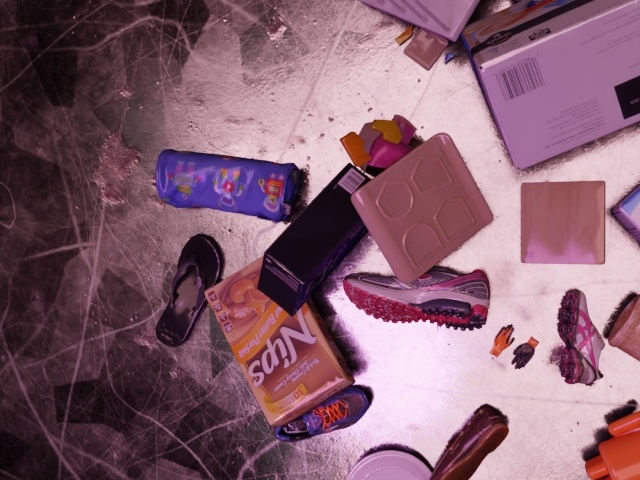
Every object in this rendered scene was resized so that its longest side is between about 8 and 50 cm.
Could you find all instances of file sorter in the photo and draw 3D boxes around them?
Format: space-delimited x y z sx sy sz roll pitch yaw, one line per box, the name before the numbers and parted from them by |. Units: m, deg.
file sorter | 0.170 -0.543 1.726 0.278 0.173 0.193 36 97 42

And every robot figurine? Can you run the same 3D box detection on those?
robot figurine | 0.617 0.419 1.707 0.219 0.128 0.158 -23 47 11

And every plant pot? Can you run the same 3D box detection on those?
plant pot | 0.124 -0.182 1.820 0.096 0.109 0.109 36 100 51

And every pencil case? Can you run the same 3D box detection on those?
pencil case | -0.194 -0.114 1.887 0.306 0.119 0.133 8 102 12

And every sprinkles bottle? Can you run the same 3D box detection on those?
sprinkles bottle | 0.724 0.242 1.688 0.355 0.121 0.121 33 96 10

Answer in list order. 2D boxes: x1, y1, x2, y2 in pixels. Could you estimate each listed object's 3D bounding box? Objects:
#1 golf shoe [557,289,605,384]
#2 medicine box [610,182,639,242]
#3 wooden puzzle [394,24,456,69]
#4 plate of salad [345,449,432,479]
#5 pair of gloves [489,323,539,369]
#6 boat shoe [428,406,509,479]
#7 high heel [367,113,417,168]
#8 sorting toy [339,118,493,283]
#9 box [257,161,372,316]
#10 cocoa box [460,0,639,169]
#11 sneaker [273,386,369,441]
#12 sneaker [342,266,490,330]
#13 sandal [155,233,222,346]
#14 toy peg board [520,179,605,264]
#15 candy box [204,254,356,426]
golf shoe | 0.515 0.188 1.769 0.086 0.067 0.186 -1 89 -15
medicine box | 0.743 -0.042 1.672 0.263 0.149 0.289 -43 82 9
wooden puzzle | 0.217 -0.399 1.855 0.116 0.014 0.078 46 103 9
plate of salad | 0.144 0.528 1.848 0.200 0.048 0.199 0 92 2
pair of gloves | 0.391 0.215 1.816 0.083 0.010 0.074 31 95 8
boat shoe | 0.290 0.426 1.812 0.207 0.073 0.073 -47 44 5
high heel | 0.196 -0.132 1.768 0.244 0.082 0.117 40 77 -34
sorting toy | 0.171 -0.102 1.708 0.229 0.041 0.307 -35 106 -12
box | 0.000 0.000 1.759 0.103 0.184 0.261 39 67 7
cocoa box | 0.466 -0.330 1.655 0.347 0.228 0.231 -22 119 11
sneaker | 0.000 0.370 1.859 0.221 0.087 0.083 -27 85 11
sneaker | 0.192 0.105 1.818 0.299 0.121 0.112 7 62 13
sandal | -0.283 0.111 1.936 0.097 0.054 0.254 19 94 11
toy peg board | 0.484 -0.034 1.775 0.161 0.079 0.161 0 89 28
candy box | -0.085 0.197 1.840 0.183 0.087 0.316 -32 69 8
